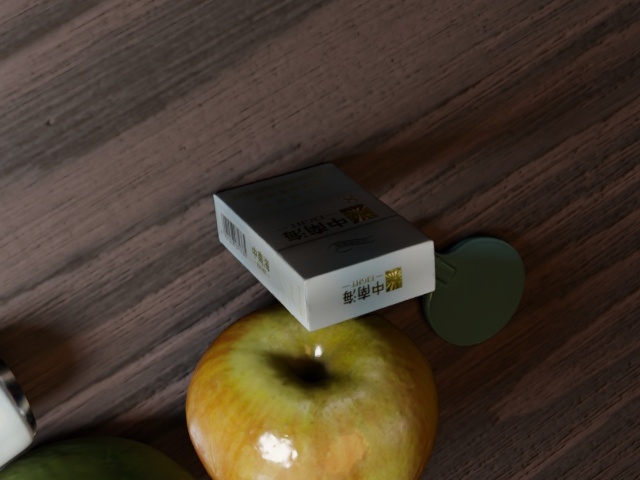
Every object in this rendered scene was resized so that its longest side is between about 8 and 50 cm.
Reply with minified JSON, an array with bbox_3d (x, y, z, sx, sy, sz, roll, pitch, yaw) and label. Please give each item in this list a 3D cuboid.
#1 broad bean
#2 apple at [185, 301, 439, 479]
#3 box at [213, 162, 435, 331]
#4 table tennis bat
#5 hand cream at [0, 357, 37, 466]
[{"bbox_3d":[-0.229,0.318,1.476,0.291,0.238,0.119,14,131,0],"label":"broad bean"},{"bbox_3d":[-0.006,0.201,1.530,0.286,0.286,0.233,-23,137,-18],"label":"apple"},{"bbox_3d":[0.000,0.000,1.464,0.155,0.243,0.067,-19,120,-21],"label":"box"},{"bbox_3d":[0.168,0.048,1.702,0.237,0.038,0.149,29,97,-38],"label":"table tennis bat"},{"bbox_3d":[-0.465,0.247,1.383,0.359,0.185,0.118,-34,152,-17],"label":"hand cream"}]
